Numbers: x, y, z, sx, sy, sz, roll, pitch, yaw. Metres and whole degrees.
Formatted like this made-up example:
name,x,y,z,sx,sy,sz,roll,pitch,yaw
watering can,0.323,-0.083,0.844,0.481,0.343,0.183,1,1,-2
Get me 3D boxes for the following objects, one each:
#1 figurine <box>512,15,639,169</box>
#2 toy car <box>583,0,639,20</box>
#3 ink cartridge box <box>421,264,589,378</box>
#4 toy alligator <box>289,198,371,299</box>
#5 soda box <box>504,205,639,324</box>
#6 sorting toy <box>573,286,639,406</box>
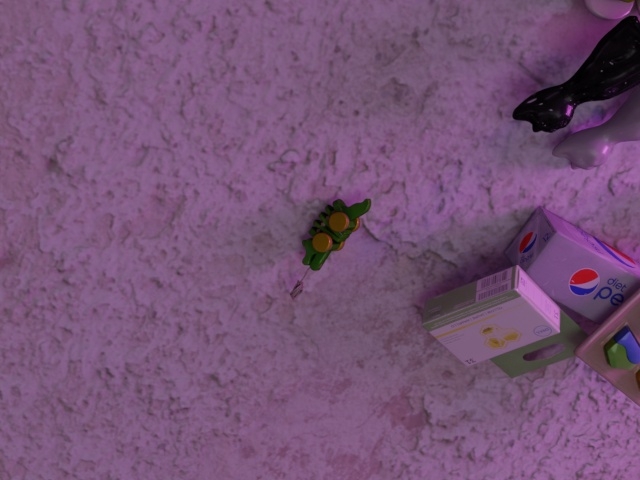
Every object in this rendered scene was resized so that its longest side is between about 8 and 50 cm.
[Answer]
name,x,y,z,sx,sy,sz,roll,pitch,yaw
figurine,0.397,-0.187,1.842,0.209,0.092,0.215,-32,143,19
toy car,0.445,-0.371,1.768,0.182,0.159,0.136,5,81,-12
ink cartridge box,0.289,0.144,1.982,0.171,0.056,0.235,-25,128,33
toy alligator,0.000,0.000,1.914,0.051,0.056,0.190,45,107,17
soda box,0.424,0.063,1.995,0.286,0.091,0.098,27,111,-21
sorting toy,0.512,0.157,1.984,0.208,0.038,0.193,36,106,-27
